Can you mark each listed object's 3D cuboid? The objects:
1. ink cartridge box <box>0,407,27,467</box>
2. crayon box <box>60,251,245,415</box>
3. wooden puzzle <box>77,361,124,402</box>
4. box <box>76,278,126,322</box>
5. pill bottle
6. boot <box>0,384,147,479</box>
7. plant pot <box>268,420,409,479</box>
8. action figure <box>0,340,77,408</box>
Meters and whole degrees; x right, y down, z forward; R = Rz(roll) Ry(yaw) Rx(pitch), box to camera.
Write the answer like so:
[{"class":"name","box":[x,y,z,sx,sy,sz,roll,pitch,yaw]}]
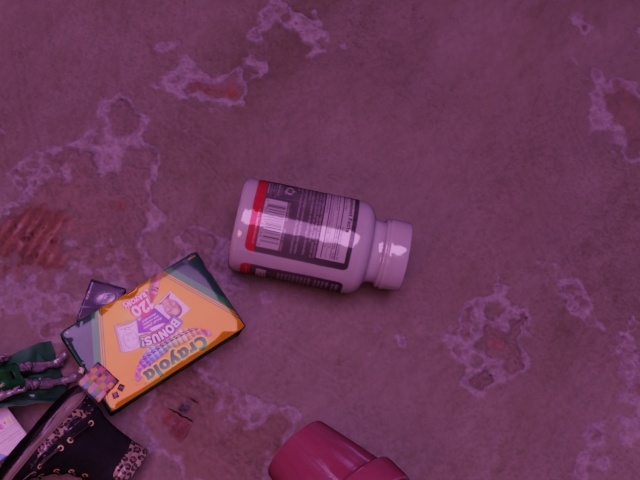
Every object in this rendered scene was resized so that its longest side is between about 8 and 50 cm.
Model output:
[{"class":"ink cartridge box","box":[-0.583,0.305,1.725,0.104,0.061,0.181,-37,76,-20]},{"class":"crayon box","box":[-0.295,0.164,1.800,0.278,0.081,0.165,-32,84,-19]},{"class":"wooden puzzle","box":[-0.374,0.239,1.715,0.083,0.006,0.049,42,73,2]},{"class":"box","box":[-0.399,0.118,1.851,0.067,0.018,0.083,16,67,-1]},{"class":"pill bottle","box":[0.000,0.000,1.867,0.319,0.176,0.176,12,66,-3]},{"class":"boot","box":[-0.417,0.381,1.677,0.178,0.085,0.236,43,71,-16]},{"class":"plant pot","box":[0.018,0.409,1.701,0.201,0.201,0.180,-37,62,-20]},{"class":"action figure","box":[-0.529,0.235,1.708,0.232,0.063,0.137,-7,53,-44]}]
